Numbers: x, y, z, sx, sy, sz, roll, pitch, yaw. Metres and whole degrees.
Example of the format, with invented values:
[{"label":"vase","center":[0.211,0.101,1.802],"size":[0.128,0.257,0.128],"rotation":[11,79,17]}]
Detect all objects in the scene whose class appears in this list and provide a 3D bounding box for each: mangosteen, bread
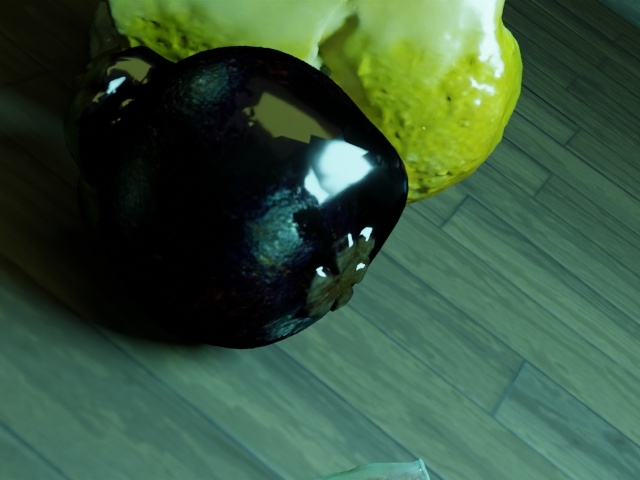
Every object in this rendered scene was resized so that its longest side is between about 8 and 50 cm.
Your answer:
[{"label":"mangosteen","center":[-0.066,-0.036,0.819],"size":[0.242,0.243,0.243],"rotation":[25,29,-15]},{"label":"bread","center":[-0.023,-0.178,0.983],"size":[0.394,0.250,0.361],"rotation":[30,-13,-11]}]

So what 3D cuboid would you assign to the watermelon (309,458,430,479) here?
[{"label":"watermelon","center":[-0.024,0.254,0.511],"size":[0.322,0.175,0.188],"rotation":[-35,115,-54]}]
